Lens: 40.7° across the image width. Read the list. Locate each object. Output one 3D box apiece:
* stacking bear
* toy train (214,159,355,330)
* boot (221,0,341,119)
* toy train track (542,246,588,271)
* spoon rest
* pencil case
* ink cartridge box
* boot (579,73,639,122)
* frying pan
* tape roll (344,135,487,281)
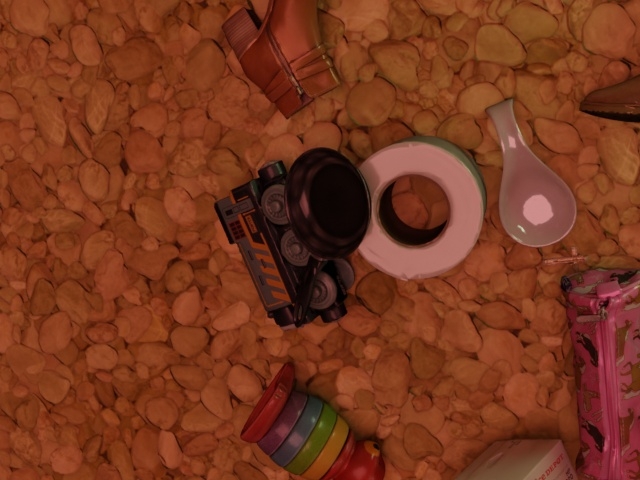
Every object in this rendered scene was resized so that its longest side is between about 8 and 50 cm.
[{"bbox_3d":[0.002,0.403,1.716,0.289,0.175,0.164,34,104,-3],"label":"stacking bear"},{"bbox_3d":[-0.068,0.016,1.669,0.190,0.142,0.334,-20,98,28],"label":"toy train"},{"bbox_3d":[-0.027,-0.377,1.586,0.283,0.109,0.220,-34,91,19],"label":"boot"},{"bbox_3d":[0.456,0.038,1.607,0.083,0.014,0.048,-6,99,15],"label":"toy train track"},{"bbox_3d":[0.367,-0.118,1.561,0.137,0.084,0.276,-21,95,16],"label":"spoon rest"},{"bbox_3d":[0.521,0.243,1.544,0.167,0.160,0.386,-13,103,-23],"label":"pencil case"},{"bbox_3d":[0.384,0.511,1.604,0.168,0.171,0.233,-18,99,50],"label":"ink cartridge box"},{"bbox_3d":[0.576,-0.338,1.467,0.236,0.089,0.270,8,90,36],"label":"boot"},{"bbox_3d":[0.022,-0.001,1.511,0.197,0.053,0.326,2,102,42],"label":"frying pan"},{"bbox_3d":[0.177,-0.065,1.570,0.246,0.169,0.246,3,102,13],"label":"tape roll"}]
